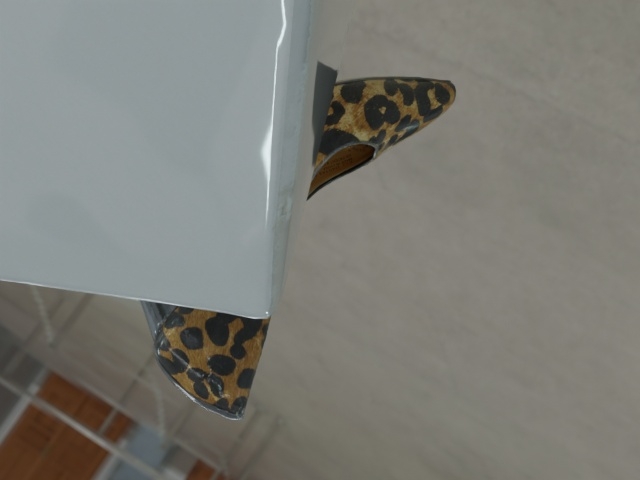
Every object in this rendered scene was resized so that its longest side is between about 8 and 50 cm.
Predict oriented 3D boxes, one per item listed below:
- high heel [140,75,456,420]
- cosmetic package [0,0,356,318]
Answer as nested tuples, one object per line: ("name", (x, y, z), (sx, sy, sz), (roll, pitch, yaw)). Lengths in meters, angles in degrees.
("high heel", (0.000, 0.000, 0.913), (0.093, 0.261, 0.186), (95, 152, -70))
("cosmetic package", (-0.089, -0.170, 0.563), (0.230, 0.453, 0.161), (9, 121, 3))
